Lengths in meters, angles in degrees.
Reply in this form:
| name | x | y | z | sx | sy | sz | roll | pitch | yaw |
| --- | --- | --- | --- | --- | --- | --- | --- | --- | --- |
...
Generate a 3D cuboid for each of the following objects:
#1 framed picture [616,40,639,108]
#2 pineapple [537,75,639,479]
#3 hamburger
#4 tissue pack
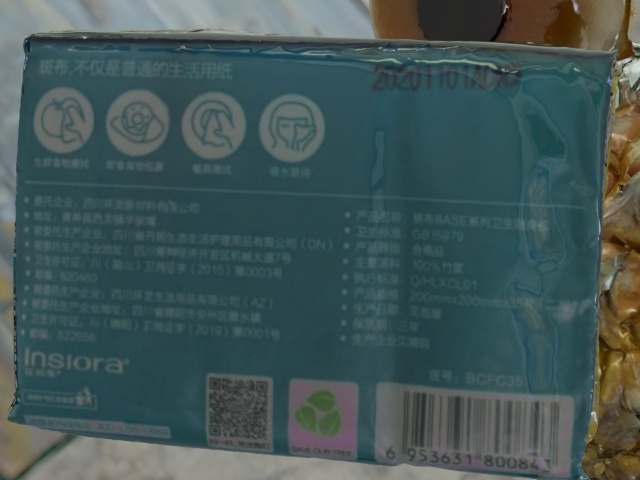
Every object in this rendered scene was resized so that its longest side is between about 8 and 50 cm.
| name | x | y | z | sx | sy | sz | roll | pitch | yaw |
| --- | --- | --- | --- | --- | --- | --- | --- | --- | --- |
| framed picture | 0.186 | -0.089 | 1.569 | 0.017 | 0.274 | 0.217 | 45 | -17 | -31 |
| pineapple | 0.258 | 0.057 | 1.166 | 0.352 | 0.300 | 0.352 | 51 | -8 | 10 |
| hamburger | 0.139 | -0.202 | 1.345 | 0.237 | 0.237 | 0.147 | 49 | 32 | 7 |
| tissue pack | 0.000 | 0.000 | 0.490 | 0.082 | 0.169 | 0.120 | -12 | 105 | -76 |
